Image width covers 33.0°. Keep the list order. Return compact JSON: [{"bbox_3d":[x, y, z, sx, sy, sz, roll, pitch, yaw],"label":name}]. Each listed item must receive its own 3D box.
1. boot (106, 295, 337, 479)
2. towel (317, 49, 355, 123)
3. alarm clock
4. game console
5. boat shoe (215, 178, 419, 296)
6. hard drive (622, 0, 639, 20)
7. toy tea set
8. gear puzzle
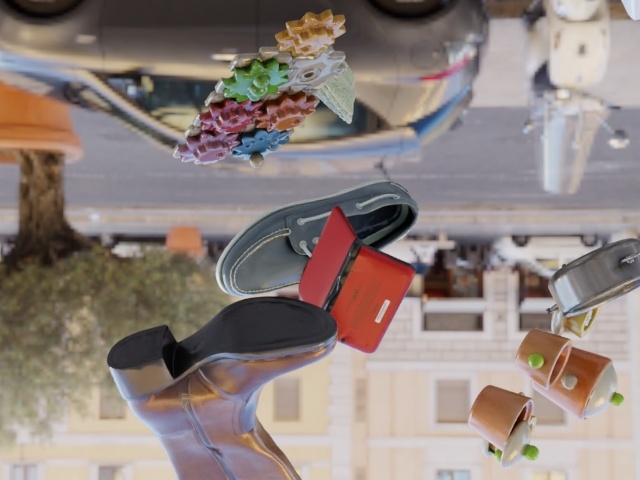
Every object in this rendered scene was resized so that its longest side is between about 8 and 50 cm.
[{"bbox_3d":[-0.072,0.208,1.217,0.264,0.280,0.096,-17,-147,8],"label":"boot"},{"bbox_3d":[0.011,-0.260,1.681,0.027,0.110,0.148,-20,141,27],"label":"towel"},{"bbox_3d":[0.352,0.038,1.326,0.129,0.064,0.192,-19,168,-17],"label":"alarm clock"},{"bbox_3d":[0.043,0.051,1.373,0.124,0.144,0.085,23,-150,-2],"label":"game console"},{"bbox_3d":[0.000,0.000,1.592,0.319,0.116,0.099,-24,-156,-16],"label":"boat shoe"},{"bbox_3d":[0.405,-0.488,1.460,0.040,0.210,0.319,-13,137,6],"label":"hard drive"},{"bbox_3d":[0.313,0.204,1.417,0.124,0.200,0.336,25,-136,26],"label":"toy tea set"},{"bbox_3d":[-0.054,-0.182,1.369,0.175,0.044,0.339,-7,158,-32],"label":"gear puzzle"}]
